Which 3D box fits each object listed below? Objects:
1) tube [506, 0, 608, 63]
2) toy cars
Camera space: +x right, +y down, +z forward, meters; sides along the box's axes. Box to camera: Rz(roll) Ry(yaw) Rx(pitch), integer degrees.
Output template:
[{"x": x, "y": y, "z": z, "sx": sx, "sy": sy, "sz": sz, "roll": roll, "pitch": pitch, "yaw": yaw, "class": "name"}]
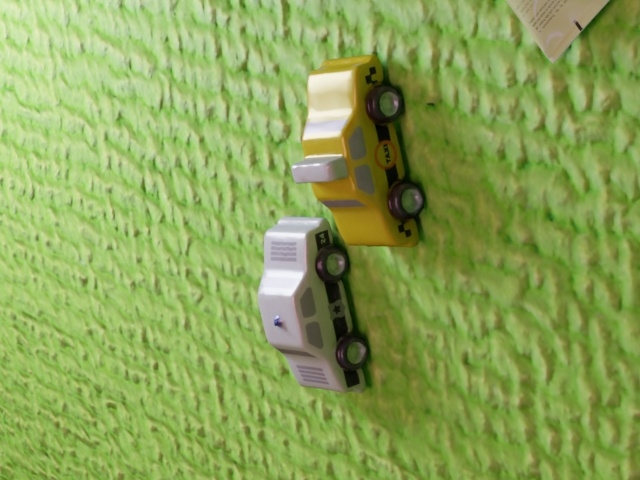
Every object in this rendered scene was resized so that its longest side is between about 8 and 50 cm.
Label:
[{"x": 0.139, "y": -0.259, "z": 1.390, "sx": 0.240, "sy": 0.062, "sz": 0.070, "roll": 53, "pitch": -179, "yaw": 14, "class": "tube"}, {"x": 0.000, "y": 0.000, "z": 1.678, "sx": 0.176, "sy": 0.087, "sz": 0.394, "roll": 47, "pitch": 140, "yaw": 30, "class": "toy cars"}]
